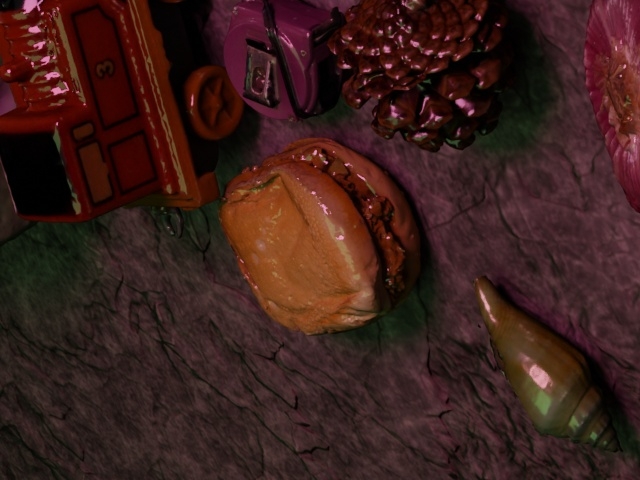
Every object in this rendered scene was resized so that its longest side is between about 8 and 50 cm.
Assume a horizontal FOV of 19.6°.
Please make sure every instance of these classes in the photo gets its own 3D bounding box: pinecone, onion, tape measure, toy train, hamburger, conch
[{"bbox_3d":[0.094,-0.150,1.588,0.173,0.173,0.174,26,134,30],"label":"pinecone"},{"bbox_3d":[0.293,-0.128,1.403,0.230,0.163,0.230,166,90,-78],"label":"onion"},{"bbox_3d":[-0.035,-0.177,1.749,0.118,0.074,0.125,22,130,34],"label":"tape measure"},{"bbox_3d":[-0.214,-0.161,1.804,0.163,0.231,0.369,1,113,43],"label":"toy train"},{"bbox_3d":[0.001,0.001,1.821,0.213,0.108,0.214,25,132,30],"label":"hamburger"},{"bbox_3d":[0.208,0.127,1.738,0.201,0.079,0.095,53,158,28],"label":"conch"}]

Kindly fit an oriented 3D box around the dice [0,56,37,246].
[{"bbox_3d":[-0.447,-0.169,1.973,0.322,0.318,0.330,21,132,34],"label":"dice"}]
